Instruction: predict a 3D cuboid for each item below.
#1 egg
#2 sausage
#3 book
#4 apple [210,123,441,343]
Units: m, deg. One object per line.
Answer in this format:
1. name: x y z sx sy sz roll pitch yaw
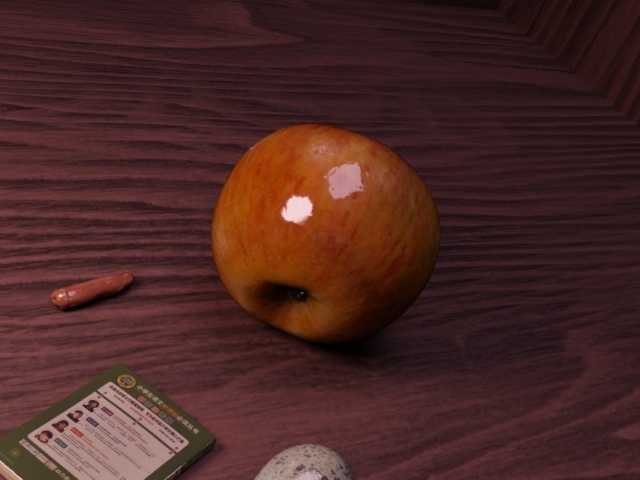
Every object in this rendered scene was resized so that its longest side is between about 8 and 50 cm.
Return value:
1. egg: -0.030 0.355 1.324 0.172 0.132 0.132 -21 51 -32
2. sausage: -0.378 0.080 1.609 0.158 0.036 0.042 -19 62 -45
3. book: -0.305 0.293 1.355 0.202 0.027 0.264 33 36 19
4. apple: 0.000 0.000 1.635 0.400 0.400 0.333 29 72 12
